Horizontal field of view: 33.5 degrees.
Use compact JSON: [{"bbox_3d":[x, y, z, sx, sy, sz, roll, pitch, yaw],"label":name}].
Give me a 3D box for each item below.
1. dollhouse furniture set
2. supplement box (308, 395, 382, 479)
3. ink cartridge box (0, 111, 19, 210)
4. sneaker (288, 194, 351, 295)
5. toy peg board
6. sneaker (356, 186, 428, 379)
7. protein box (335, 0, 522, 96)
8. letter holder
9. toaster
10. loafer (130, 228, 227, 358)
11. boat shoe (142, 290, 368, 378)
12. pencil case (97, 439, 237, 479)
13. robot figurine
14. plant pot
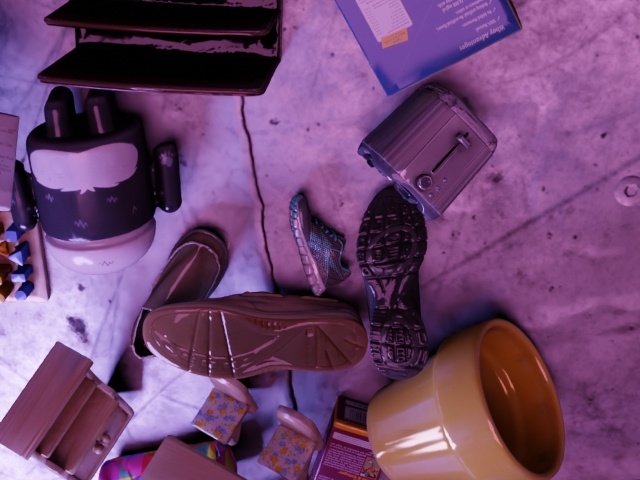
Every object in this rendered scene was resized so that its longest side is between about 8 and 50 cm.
[{"bbox_3d":[-0.253,0.348,1.613,0.394,0.362,0.256,26,161,18],"label":"dollhouse furniture set"},{"bbox_3d":[0.048,0.367,1.772,0.104,0.081,0.188,17,115,-3],"label":"supplement box"},{"bbox_3d":[-0.568,-0.178,1.538,0.296,0.066,0.261,3,88,26],"label":"ink cartridge box"},{"bbox_3d":[0.000,0.000,1.630,0.076,0.065,0.166,-19,116,-4],"label":"sneaker"},{"bbox_3d":[-0.526,0.038,1.680,0.161,0.079,0.161,1,115,5],"label":"toy peg board"},{"bbox_3d":[0.105,0.062,1.616,0.109,0.130,0.286,0,92,-1],"label":"sneaker"},{"bbox_3d":[0.131,-0.336,1.413,0.200,0.136,0.201,-26,109,16],"label":"protein box"},{"bbox_3d":[-0.212,-0.294,1.423,0.302,0.214,0.152,4,115,4],"label":"letter holder"},{"bbox_3d":[0.147,-0.129,1.479,0.146,0.227,0.129,-45,105,4],"label":"toaster"},{"bbox_3d":[-0.225,0.095,1.671,0.094,0.087,0.251,27,114,-7],"label":"loafer"},{"bbox_3d":[-0.102,0.139,1.646,0.341,0.110,0.121,5,113,-8],"label":"boat shoe"},{"bbox_3d":[-0.257,0.402,1.806,0.236,0.104,0.104,-13,112,14],"label":"pencil case"},{"bbox_3d":[-0.333,-0.087,1.557,0.209,0.173,0.278,10,118,31],"label":"robot figurine"},{"bbox_3d":[0.211,0.273,1.639,0.239,0.254,0.254,-24,111,32],"label":"plant pot"}]
